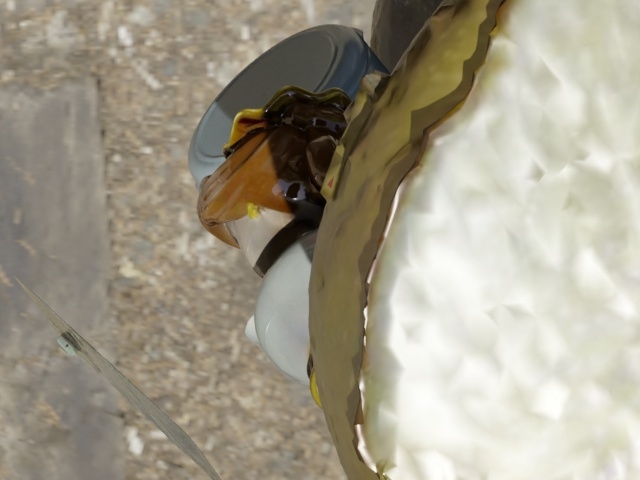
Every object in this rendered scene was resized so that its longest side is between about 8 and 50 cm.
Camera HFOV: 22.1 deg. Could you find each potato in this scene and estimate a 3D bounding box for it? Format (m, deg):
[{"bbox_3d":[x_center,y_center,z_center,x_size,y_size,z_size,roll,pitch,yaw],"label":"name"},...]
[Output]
[{"bbox_3d":[0.206,0.003,0.775,0.442,0.319,0.385,-9,92,-7],"label":"potato"}]

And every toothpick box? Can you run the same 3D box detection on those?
[{"bbox_3d":[0.042,-0.043,1.833,0.354,0.263,0.263,47,67,-26],"label":"toothpick box"}]

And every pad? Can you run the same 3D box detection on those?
[{"bbox_3d":[-0.186,0.139,1.534,0.009,0.265,0.159,-45,149,-13],"label":"pad"}]

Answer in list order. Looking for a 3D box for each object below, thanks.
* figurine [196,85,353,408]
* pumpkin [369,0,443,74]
[{"bbox_3d":[0.000,0.000,1.202,0.142,0.263,0.189,24,119,-39],"label":"figurine"},{"bbox_3d":[0.284,-0.280,2.202,0.454,0.344,0.454,-11,127,-15],"label":"pumpkin"}]
